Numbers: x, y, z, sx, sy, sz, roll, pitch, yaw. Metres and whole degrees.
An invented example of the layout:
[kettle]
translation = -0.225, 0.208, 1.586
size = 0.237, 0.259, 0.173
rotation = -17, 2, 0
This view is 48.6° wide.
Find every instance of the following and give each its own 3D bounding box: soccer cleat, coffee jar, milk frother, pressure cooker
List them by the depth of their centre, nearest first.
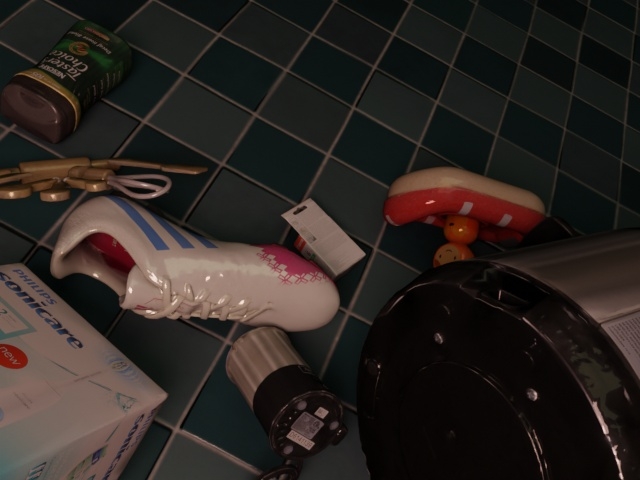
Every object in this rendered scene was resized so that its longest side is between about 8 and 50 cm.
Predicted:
[pressure cooker]
translation = 0.299, 0.176, 0.743
size = 0.421, 0.376, 0.369
rotation = -10, 103, -33
[milk frother]
translation = -0.057, 0.194, 0.770
size = 0.143, 0.129, 0.135
rotation = -35, 34, -10
[soccer cleat]
translation = -0.144, 0.053, 0.810
size = 0.331, 0.116, 0.143
rotation = 19, 34, 0
[coffee jar]
translation = -0.336, -0.212, 0.945
size = 0.096, 0.079, 0.184
rotation = 28, 50, -3

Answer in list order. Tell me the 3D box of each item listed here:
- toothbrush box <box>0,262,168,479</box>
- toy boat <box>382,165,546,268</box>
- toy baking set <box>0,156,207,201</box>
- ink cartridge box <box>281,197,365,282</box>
[toothbrush box]
translation = -0.306, 0.141, 0.570
size = 0.216, 0.126, 0.295
rotation = 37, 16, 17
[toy boat]
translation = 0.199, -0.013, 1.021
size = 0.231, 0.151, 0.151
rotation = 15, 80, -13
[toy baking set]
translation = -0.274, -0.069, 0.832
size = 0.256, 0.030, 0.197
rotation = -11, 21, -33
[ink cartridge box]
translation = 0.000, 0.000, 0.974
size = 0.115, 0.029, 0.063
rotation = 46, 52, 14
